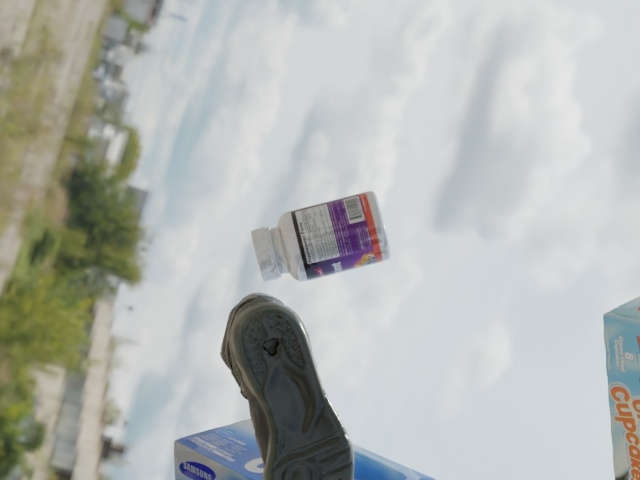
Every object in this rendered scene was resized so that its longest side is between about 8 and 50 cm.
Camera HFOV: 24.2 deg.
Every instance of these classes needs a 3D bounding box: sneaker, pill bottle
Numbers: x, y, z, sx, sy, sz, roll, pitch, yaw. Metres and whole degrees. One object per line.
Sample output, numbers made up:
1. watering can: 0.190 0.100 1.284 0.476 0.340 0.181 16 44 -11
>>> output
1. sneaker: -0.032 0.150 1.375 0.130 0.087 0.228 -124 -165 -74
2. pill bottle: 0.000 0.000 2.207 0.108 0.193 0.108 -14 90 -89

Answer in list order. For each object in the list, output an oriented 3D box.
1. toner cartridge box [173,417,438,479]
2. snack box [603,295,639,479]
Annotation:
1. toner cartridge box: -0.014 0.297 1.774 0.347 0.165 0.075 14 -71 51
2. snack box: 0.324 0.183 1.232 0.060 0.187 0.322 14 -62 49
